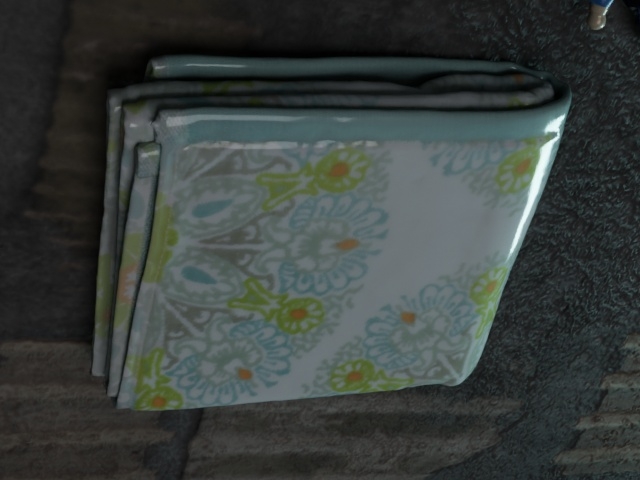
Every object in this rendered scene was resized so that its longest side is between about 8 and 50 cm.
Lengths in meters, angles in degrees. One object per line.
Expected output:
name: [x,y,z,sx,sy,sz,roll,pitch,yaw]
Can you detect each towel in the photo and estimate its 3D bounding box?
towel: [0.000,0.000,0.897,0.374,0.090,0.320,-2,131,-20]

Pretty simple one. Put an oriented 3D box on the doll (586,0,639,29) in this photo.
doll: [0.265,-0.210,0.852,0.129,0.046,0.189,-36,132,8]
